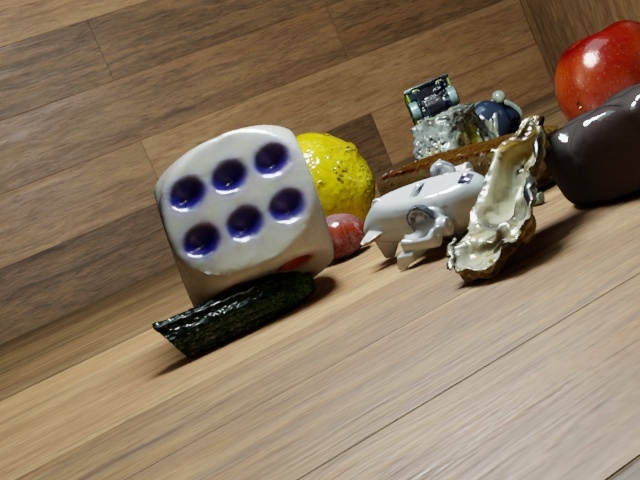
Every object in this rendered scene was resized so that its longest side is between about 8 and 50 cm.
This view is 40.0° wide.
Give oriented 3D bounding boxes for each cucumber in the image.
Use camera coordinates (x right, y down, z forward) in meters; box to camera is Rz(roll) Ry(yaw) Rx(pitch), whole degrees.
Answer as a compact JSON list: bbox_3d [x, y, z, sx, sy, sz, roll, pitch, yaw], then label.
[{"bbox_3d":[-0.127,0.108,1.382,0.265,0.077,0.077,-25,6,-14],"label":"cucumber"}]

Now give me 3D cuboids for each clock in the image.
[{"bbox_3d":[0.499,-0.339,2.570,0.147,0.199,0.243,23,26,24],"label":"clock"}]

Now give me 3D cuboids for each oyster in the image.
[{"bbox_3d":[0.257,-0.063,1.159,0.129,0.079,0.345,-41,13,44],"label":"oyster"}]

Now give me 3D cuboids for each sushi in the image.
[{"bbox_3d":[0.318,-0.217,2.044,0.140,0.184,0.274,-17,7,36],"label":"sushi"}]

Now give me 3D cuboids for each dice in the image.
[{"bbox_3d":[-0.127,-0.028,1.497,0.259,0.243,0.251,-21,-17,-6],"label":"dice"}]

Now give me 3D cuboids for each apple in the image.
[{"bbox_3d":[0.642,-0.356,1.935,0.261,0.216,0.260,-26,6,3],"label":"apple"}]

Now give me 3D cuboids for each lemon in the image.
[{"bbox_3d":[-0.022,-0.096,1.937,0.310,0.258,0.258,-38,-2,30],"label":"lemon"}]

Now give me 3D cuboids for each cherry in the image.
[{"bbox_3d":[0.000,0.000,1.693,0.226,0.090,0.107,-12,8,-35],"label":"cherry"}]

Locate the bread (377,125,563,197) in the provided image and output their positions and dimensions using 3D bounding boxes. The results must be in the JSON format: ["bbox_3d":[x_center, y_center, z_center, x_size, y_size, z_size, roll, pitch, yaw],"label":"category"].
[{"bbox_3d":[0.290,-0.125,1.701,0.165,0.113,0.417,-27,9,-29],"label":"bread"}]

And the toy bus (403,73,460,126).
[{"bbox_3d":[0.316,-0.275,2.247,0.128,0.262,0.150,-23,-1,3],"label":"toy bus"}]

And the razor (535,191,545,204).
[{"bbox_3d":[0.291,-0.054,1.487,0.211,0.036,0.084,-7,40,49],"label":"razor"}]

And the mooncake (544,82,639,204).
[{"bbox_3d":[0.441,-0.142,1.242,0.245,0.133,0.245,-31,2,1],"label":"mooncake"}]

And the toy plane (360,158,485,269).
[{"bbox_3d":[0.173,-0.040,1.418,0.245,0.117,0.244,-27,22,12],"label":"toy plane"}]
